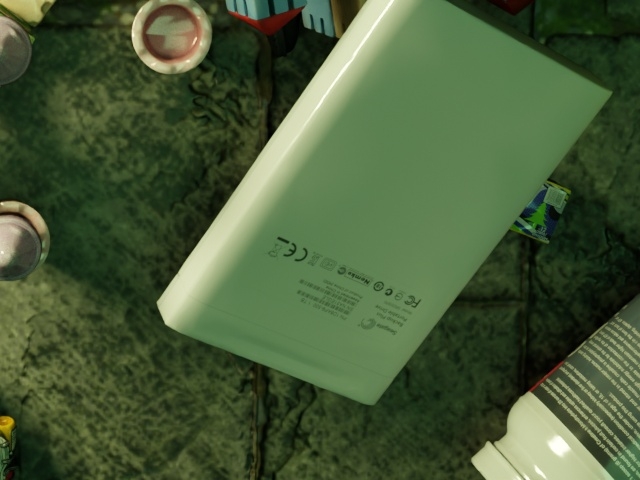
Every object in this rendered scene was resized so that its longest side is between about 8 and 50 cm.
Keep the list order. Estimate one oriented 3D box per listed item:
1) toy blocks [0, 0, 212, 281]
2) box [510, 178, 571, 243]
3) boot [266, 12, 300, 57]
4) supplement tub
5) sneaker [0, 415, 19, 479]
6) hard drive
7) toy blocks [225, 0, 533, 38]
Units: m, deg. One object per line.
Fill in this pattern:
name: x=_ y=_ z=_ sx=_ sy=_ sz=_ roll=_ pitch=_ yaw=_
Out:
toy blocks: x=-0.281 y=-0.151 z=1.539 sx=0.309 sy=0.260 sz=0.289 roll=38 pitch=92 yaw=-12
box: x=0.132 y=-0.055 z=1.717 sx=0.168 sy=0.059 sz=0.054 roll=22 pitch=97 yaw=-11
boot: x=-0.007 y=-0.227 z=1.680 sx=0.099 sy=0.045 sz=0.121 roll=-15 pitch=102 yaw=-12
supplement tub: x=0.288 y=0.167 z=1.708 sx=0.272 sy=0.191 sz=0.191 roll=-41 pitch=102 yaw=-1
sneaker: x=-0.294 y=0.203 z=1.680 sx=0.092 sy=0.088 sz=0.225 roll=-28 pitch=102 yaw=-5
hard drive: x=0.053 y=-0.036 z=1.623 sx=0.233 sy=0.047 sz=0.353 roll=24 pitch=112 yaw=-33
toy blocks: x=0.038 y=-0.283 z=1.584 sx=0.381 sy=0.190 sz=0.261 roll=-20 pitch=116 yaw=-27
